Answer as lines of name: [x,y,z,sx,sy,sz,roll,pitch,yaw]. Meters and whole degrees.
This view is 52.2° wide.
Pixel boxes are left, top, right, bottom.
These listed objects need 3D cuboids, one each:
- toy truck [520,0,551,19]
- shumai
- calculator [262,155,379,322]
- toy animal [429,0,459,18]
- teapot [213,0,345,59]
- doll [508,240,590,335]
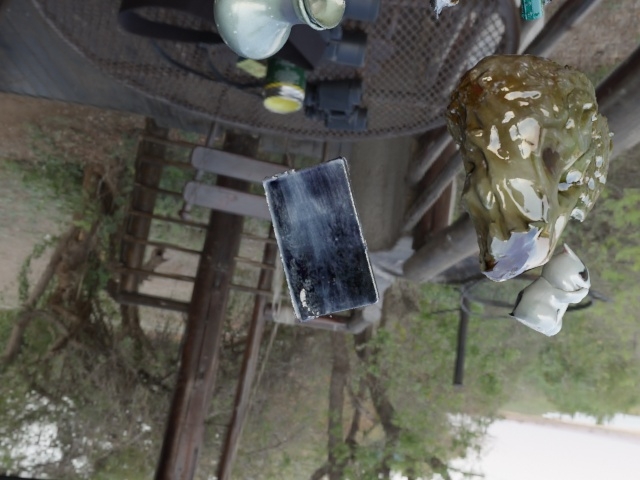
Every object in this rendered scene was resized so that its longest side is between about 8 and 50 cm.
toy truck: [0.287,-0.345,0.884,0.039,0.044,0.083,12,142,34]
shumai: [0.318,-0.093,0.944,0.217,0.283,0.346,-23,132,26]
calculator: [0.000,0.000,1.112,0.161,0.261,0.021,-13,178,20]
toy animal: [0.157,-0.301,0.810,0.050,0.028,0.084,-37,-174,19]
teapot: [-0.082,-0.456,1.286,0.251,0.183,0.184,7,169,41]
doll: [0.471,0.107,1.317,0.107,0.180,0.110,44,-174,38]
